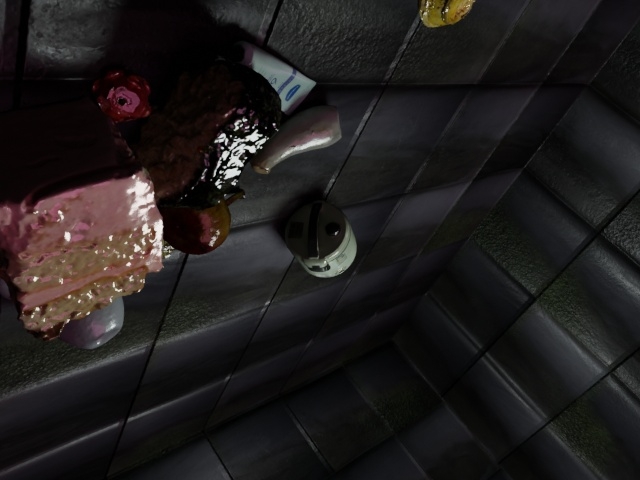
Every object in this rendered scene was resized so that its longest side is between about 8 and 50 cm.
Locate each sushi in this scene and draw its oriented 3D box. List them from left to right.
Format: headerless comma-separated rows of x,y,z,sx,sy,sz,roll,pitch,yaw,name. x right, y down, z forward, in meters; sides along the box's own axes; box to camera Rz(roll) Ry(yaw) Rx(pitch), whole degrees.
-0.241,-0.215,1.180,0.350,0.210,0.171,-39,151,23,sushi

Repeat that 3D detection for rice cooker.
0.000,0.000,1.881,0.226,0.226,0.244,-38,158,-5,rice cooker

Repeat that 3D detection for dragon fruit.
-0.375,-0.267,1.099,0.112,0.068,0.126,-17,146,-36,dragon fruit

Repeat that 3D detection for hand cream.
-0.112,-0.375,1.327,0.109,0.067,0.321,-48,161,13,hand cream

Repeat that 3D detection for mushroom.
-0.066,-0.268,1.501,0.270,0.103,0.118,-26,147,-6,mushroom

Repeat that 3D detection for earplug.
-0.581,0.110,1.303,0.214,0.175,0.325,-36,125,-7,earplug

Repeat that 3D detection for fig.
-0.266,-0.064,1.448,0.290,0.190,0.190,-10,141,-45,fig

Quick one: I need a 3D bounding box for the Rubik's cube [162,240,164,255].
-0.449,0.019,1.406,0.111,0.133,0.133,-59,170,-39,Rubik's cube

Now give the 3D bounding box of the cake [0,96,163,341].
-0.469,-0.056,1.044,0.293,0.314,0.306,-27,142,-32,cake

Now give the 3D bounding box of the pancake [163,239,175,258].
-0.409,-0.002,1.535,0.129,0.022,0.116,-51,153,12,pancake

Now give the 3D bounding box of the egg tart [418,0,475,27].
0.343,-0.631,1.500,0.191,0.074,0.191,-34,154,-19,egg tart
